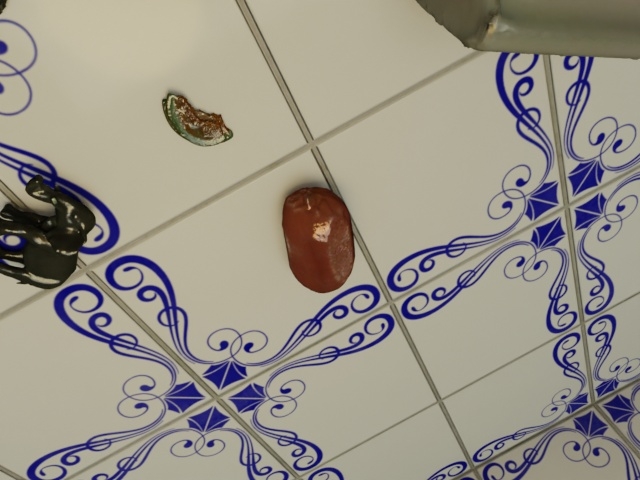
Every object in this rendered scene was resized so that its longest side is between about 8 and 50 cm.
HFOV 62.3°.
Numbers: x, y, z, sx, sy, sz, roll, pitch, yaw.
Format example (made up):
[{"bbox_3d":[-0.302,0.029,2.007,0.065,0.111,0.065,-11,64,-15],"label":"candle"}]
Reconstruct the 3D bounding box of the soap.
[{"bbox_3d":[0.386,-0.426,0.799,0.435,0.350,0.213,-4,132,-16],"label":"soap"}]

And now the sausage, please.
[{"bbox_3d":[0.000,0.000,1.068,0.148,0.148,0.254,-21,130,-5],"label":"sausage"}]

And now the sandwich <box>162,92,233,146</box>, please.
[{"bbox_3d":[-0.214,-0.200,0.916,0.135,0.029,0.067,24,113,-32],"label":"sandwich"}]

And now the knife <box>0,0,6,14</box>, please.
[{"bbox_3d":[-0.458,-0.333,0.738,0.046,0.021,0.222,18,120,-29],"label":"knife"}]

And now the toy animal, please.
[{"bbox_3d":[-0.478,-0.011,0.914,0.146,0.114,0.245,19,137,-23],"label":"toy animal"}]
